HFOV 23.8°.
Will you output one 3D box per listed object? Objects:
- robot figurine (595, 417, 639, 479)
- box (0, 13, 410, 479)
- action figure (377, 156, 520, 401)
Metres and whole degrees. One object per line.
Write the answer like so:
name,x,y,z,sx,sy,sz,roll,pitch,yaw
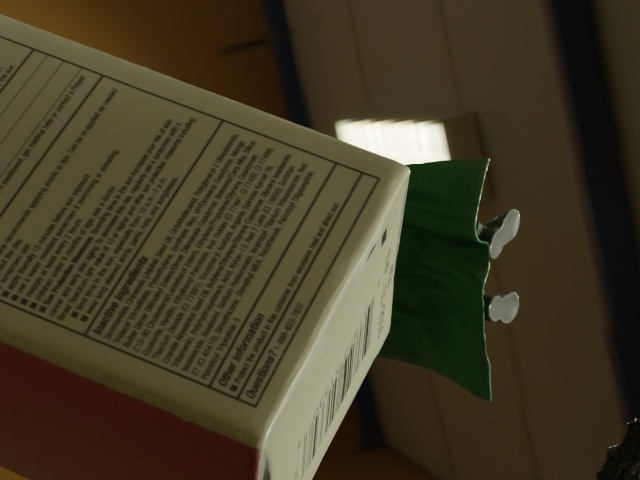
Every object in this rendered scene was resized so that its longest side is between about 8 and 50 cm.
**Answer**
robot figurine,0.291,0.111,0.998,0.085,0.211,0.291,-118,-154,-62
box,-0.097,0.018,0.653,0.127,0.232,0.149,93,22,-54
action figure,0.000,0.000,0.866,0.232,0.063,0.137,11,-70,32
